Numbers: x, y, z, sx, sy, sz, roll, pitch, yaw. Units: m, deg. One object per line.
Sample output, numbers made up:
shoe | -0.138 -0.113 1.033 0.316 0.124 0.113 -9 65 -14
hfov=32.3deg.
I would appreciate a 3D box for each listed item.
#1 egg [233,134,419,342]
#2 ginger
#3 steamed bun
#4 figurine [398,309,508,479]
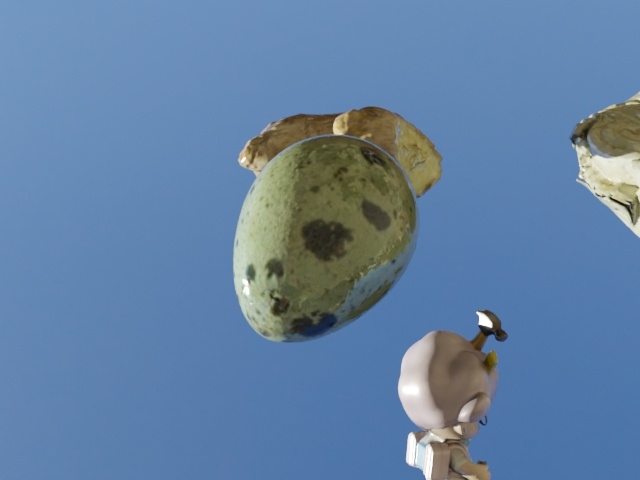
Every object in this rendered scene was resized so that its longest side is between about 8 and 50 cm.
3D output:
egg | 0.000 0.000 1.103 0.177 0.177 0.228 27 -114 14
ginger | 0.027 -0.117 1.495 0.276 0.221 0.130 1 -99 -1
steamed bun | 0.546 -0.097 1.470 0.394 0.237 0.346 -8 -151 32
figurine | 0.138 0.186 1.208 0.112 0.229 0.137 0 -171 -12
